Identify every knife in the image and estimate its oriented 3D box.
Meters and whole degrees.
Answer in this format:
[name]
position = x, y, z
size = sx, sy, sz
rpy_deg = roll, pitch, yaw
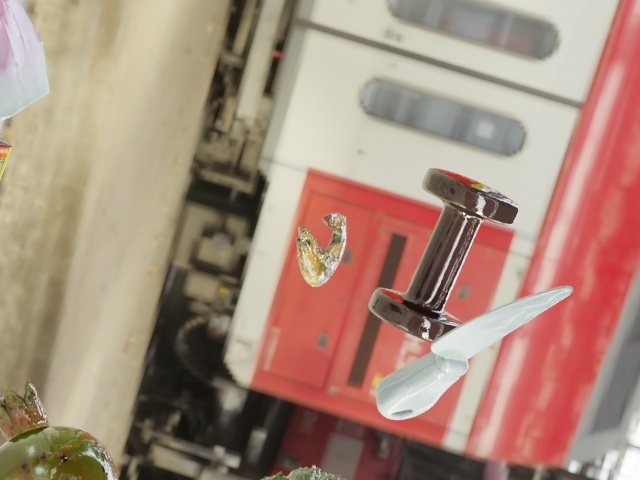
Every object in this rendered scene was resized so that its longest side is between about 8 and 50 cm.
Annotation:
[knife]
position = 0.154, 0.120, 1.563
size = 0.331, 0.080, 0.044
rpy_deg = -46, -137, 49

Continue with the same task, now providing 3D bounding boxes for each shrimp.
[shrimp]
position = 0.007, 0.004, 1.767
size = 0.095, 0.045, 0.162
rpy_deg = -44, 157, -10

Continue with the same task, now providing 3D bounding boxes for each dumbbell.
[dumbbell]
position = 0.166, 0.023, 1.904
size = 0.140, 0.124, 0.225
rpy_deg = 16, 99, -53

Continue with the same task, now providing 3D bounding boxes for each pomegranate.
[pomegranate]
position = -0.311, 0.259, 1.574
size = 0.159, 0.159, 0.205
rpy_deg = 97, -32, -71

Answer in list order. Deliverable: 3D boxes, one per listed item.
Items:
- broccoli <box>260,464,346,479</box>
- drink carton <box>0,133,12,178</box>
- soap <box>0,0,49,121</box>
[broccoli]
position = -0.080, 0.550, 2.275
size = 0.277, 0.338, 0.317
rpy_deg = 55, 40, -24
[drink carton]
position = -0.579, -0.101, 2.358
size = 0.071, 0.056, 0.166
rpy_deg = 5, 119, -43
[soap]
position = -0.388, -0.185, 1.284
size = 0.324, 0.109, 0.193
rpy_deg = -9, 92, -65
